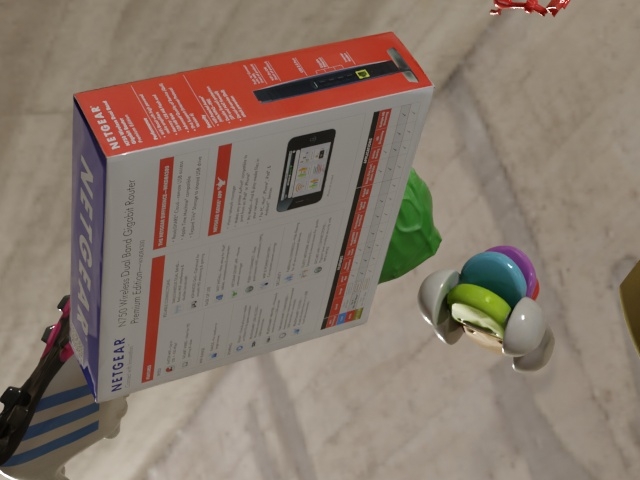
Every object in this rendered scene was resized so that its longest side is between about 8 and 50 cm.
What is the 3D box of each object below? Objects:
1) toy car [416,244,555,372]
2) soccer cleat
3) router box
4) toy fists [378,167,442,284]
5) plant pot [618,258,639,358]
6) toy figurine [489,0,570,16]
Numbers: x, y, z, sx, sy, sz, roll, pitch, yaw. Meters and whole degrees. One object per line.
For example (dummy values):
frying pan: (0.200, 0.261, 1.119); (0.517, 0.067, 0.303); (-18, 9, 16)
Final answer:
toy car: (0.220, 0.075, 1.554); (0.159, 0.182, 0.136); (21, -103, 25)
soccer cleat: (-0.278, 0.160, 1.521); (0.331, 0.143, 0.116); (-53, -148, 9)
router box: (-0.074, -0.016, 1.145); (0.082, 0.301, 0.335); (58, -30, 34)
toy fists: (0.000, 0.000, 1.451); (0.142, 0.279, 0.096); (56, 10, -45)
plant pot: (0.490, 0.077, 1.497); (0.212, 0.212, 0.187); (-56, -151, 16)
toy figurine: (0.212, -0.470, 1.511); (0.217, 0.362, 0.191); (-52, -160, -12)
